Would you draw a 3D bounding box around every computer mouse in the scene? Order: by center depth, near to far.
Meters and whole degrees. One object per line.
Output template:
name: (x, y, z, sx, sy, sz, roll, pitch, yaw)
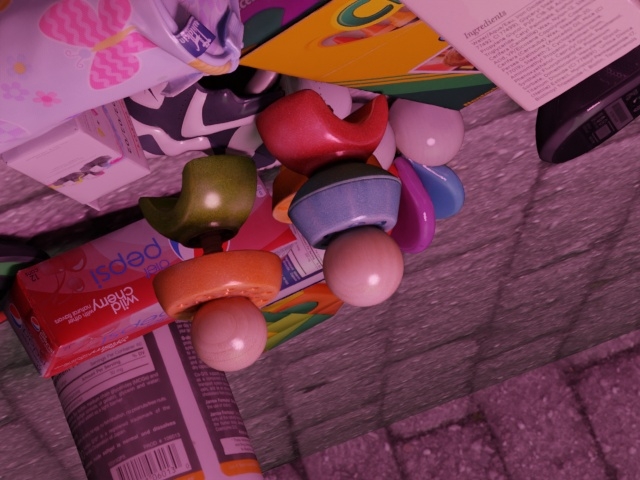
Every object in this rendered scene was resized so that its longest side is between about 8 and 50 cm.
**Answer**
computer mouse: (0.310, -0.176, 1.885, 0.272, 0.072, 0.188, -34, 164, 3)

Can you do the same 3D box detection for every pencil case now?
pencil case: (-0.183, -0.118, 1.244, 0.273, 0.113, 0.124, -19, 144, 24)

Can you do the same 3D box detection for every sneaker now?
sneaker: (-0.041, -0.124, 1.515, 0.235, 0.094, 0.153, 4, 161, -37)

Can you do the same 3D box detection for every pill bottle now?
pill bottle: (-0.171, 0.151, 1.921, 0.162, 0.278, 0.162, -20, 164, -6)
pill bottle: (-0.014, -0.004, 1.961, 0.169, 0.094, 0.094, -25, 164, 11)

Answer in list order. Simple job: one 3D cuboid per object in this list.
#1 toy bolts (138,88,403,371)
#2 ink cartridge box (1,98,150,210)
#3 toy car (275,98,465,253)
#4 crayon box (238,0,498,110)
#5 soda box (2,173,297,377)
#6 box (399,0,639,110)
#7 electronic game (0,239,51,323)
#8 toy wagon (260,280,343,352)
toy bolts: (0.000, 0.000, 1.516, 0.218, 0.158, 0.228, -2, 159, -36)
ink cartridge box: (-0.182, -0.092, 1.413, 0.061, 0.104, 0.181, -24, 165, 9)
toy car: (0.057, -0.049, 1.821, 0.182, 0.136, 0.159, -13, 162, -29)
crayon box: (0.146, -0.230, 1.386, 0.363, 0.106, 0.313, -30, 162, 29)
soda box: (-0.158, 0.031, 1.828, 0.263, 0.083, 0.092, -25, 166, -26)
box: (0.078, -0.202, 1.167, 0.113, 0.094, 0.275, -31, 129, 29)
electronic game: (-0.354, 0.060, 1.802, 0.229, 0.048, 0.229, -20, 164, -6)
toy wagon: (-0.069, 0.072, 2.192, 0.267, 0.068, 0.344, -29, 163, 25)
